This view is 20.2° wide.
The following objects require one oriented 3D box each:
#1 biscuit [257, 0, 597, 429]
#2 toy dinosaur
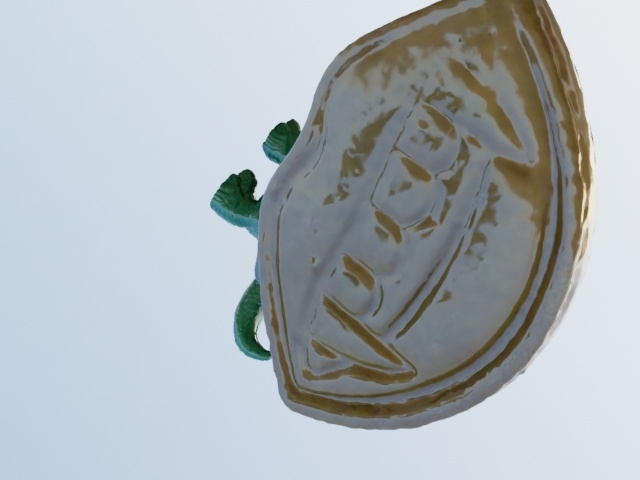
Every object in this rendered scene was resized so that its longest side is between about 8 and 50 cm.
[{"bbox_3d":[0.042,-0.005,0.739,0.142,0.220,0.029,42,-149,18],"label":"biscuit"},{"bbox_3d":[0.000,0.000,0.865,0.096,0.132,0.059,40,-175,30],"label":"toy dinosaur"}]
